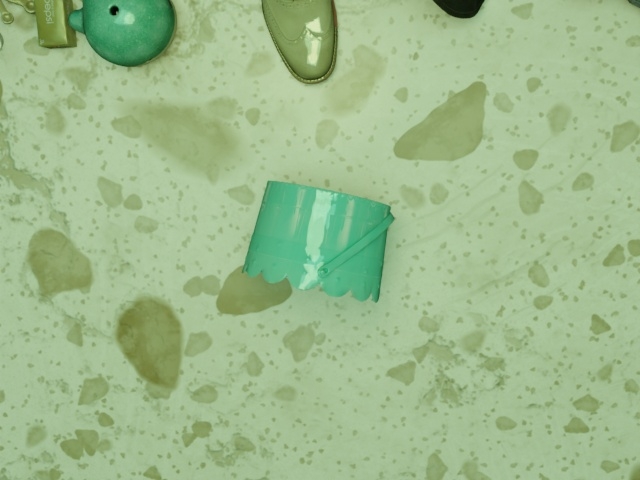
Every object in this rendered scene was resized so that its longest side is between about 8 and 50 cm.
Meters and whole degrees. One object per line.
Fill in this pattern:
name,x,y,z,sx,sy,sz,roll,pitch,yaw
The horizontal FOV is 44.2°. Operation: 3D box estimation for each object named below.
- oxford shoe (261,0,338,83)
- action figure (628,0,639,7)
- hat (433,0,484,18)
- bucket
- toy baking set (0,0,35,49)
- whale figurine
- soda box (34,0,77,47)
oxford shoe,-0.056,-0.488,1.460,0.140,0.146,0.397,-13,99,4
action figure,0.558,-0.594,1.409,0.341,0.178,0.330,39,89,-6
hat,0.211,-0.566,1.415,0.134,0.331,0.331,18,102,39
bucket,0.000,0.000,1.478,0.281,0.281,0.183,12,91,0
toy baking set,-0.661,-0.464,1.510,0.197,0.030,0.256,38,78,-8
whale figurine,-0.389,-0.463,1.482,0.216,0.141,0.272,-26,93,6
soda box,-0.517,-0.466,1.527,0.058,0.061,0.181,-3,99,2
